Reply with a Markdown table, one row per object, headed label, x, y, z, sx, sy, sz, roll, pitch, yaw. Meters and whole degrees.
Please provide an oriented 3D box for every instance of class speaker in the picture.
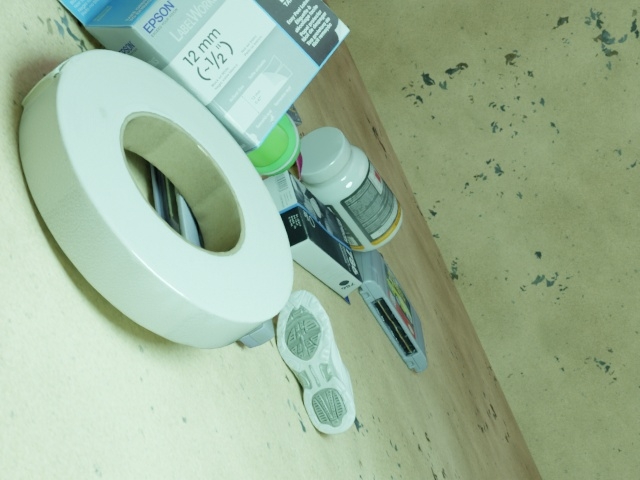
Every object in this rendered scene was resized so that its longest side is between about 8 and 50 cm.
| label | x | y | z | sx | sy | sz | roll | pitch | yaw |
| --- | --- | --- | --- | --- | --- | --- | --- | --- | --- |
| speaker | -0.141 | -0.211 | 1.647 | 0.296 | 0.131 | 0.131 | 38 | 30 | -61 |

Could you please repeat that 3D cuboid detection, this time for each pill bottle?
| label | x | y | z | sx | sy | sz | roll | pitch | yaw |
| --- | --- | --- | --- | --- | --- | --- | --- | --- | --- |
| pill bottle | 0.056 | -0.111 | 2.117 | 0.278 | 0.162 | 0.162 | 51 | 19 | -43 |

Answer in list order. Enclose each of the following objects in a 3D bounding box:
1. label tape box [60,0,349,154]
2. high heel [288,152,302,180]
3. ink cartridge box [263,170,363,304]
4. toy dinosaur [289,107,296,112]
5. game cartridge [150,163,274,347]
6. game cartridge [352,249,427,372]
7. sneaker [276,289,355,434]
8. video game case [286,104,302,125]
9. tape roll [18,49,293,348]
| label | x | y | z | sx | sy | sz | roll | pitch | yaw |
| --- | --- | --- | --- | --- | --- | --- | --- | --- | --- |
| label tape box | -0.163 | -0.322 | 1.368 | 0.348 | 0.249 | 0.115 | 44 | -25 | -19 |
| high heel | -0.100 | -0.216 | 1.907 | 0.244 | 0.082 | 0.117 | 67 | -3 | -51 |
| ink cartridge box | 0.000 | 0.000 | 1.925 | 0.333 | 0.065 | 0.165 | 42 | 25 | -59 |
| toy dinosaur | -0.123 | -0.312 | 2.064 | 0.211 | 0.064 | 0.112 | -37 | 119 | -67 |
| game cartridge | -0.166 | -0.036 | 1.398 | 0.230 | 0.068 | 0.355 | 54 | 17 | -49 |
| game cartridge | 0.165 | 0.150 | 2.282 | 0.294 | 0.060 | 0.196 | 57 | 12 | -28 |
| sneaker | -0.005 | 0.191 | 1.551 | 0.115 | 0.090 | 0.232 | 8 | 66 | -81 |
| video game case | -0.113 | -0.356 | 2.218 | 0.201 | 0.023 | 0.183 | 65 | 14 | 2 |
| tape roll | -0.186 | -0.054 | 1.167 | 0.392 | 0.072 | 0.392 | 42 | 27 | -27 |
